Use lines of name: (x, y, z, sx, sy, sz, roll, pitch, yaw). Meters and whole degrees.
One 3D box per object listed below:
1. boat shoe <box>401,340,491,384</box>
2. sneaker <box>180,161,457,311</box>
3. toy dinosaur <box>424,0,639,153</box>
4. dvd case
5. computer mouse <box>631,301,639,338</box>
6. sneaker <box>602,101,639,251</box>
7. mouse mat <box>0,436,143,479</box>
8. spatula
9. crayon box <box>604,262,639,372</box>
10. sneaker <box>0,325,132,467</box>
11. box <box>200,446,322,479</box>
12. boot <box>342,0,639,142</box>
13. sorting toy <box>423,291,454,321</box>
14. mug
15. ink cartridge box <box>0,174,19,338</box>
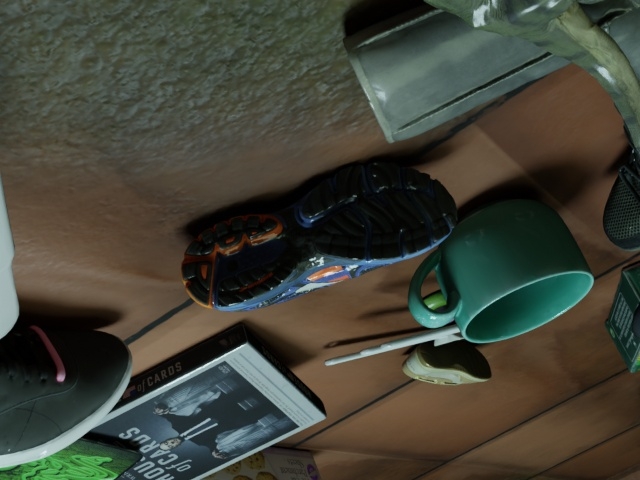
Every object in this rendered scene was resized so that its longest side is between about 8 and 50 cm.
boat shoe: (0.152, 0.150, 1.244, 0.135, 0.050, 0.045, 18, 138, -39)
sneaker: (0.000, 0.000, 0.816, 0.221, 0.083, 0.087, -15, 167, -4)
toy dinosaur: (0.122, -0.150, 0.573, 0.268, 0.064, 0.118, 26, 128, -22)
dvd case: (-0.136, 0.185, 1.051, 0.238, 0.029, 0.179, -28, 139, 10)
computer mouse: (0.400, 0.028, 0.974, 0.242, 0.041, 0.071, -25, 131, -1)
sneaker: (0.282, -0.074, 0.874, 0.130, 0.087, 0.227, -5, 146, -28)
mouse mat: (-0.291, 0.224, 1.017, 0.189, 0.007, 0.152, 22, 132, -35)
spatula: (0.133, 0.102, 1.108, 0.242, 0.019, 0.168, -11, 173, -31)
crayon box: (0.536, 0.048, 1.308, 0.323, 0.083, 0.203, -22, 154, -1)
sneaker: (-0.246, 0.085, 0.740, 0.295, 0.104, 0.147, -10, 139, -43)
box: (-0.104, 0.295, 1.294, 0.063, 0.067, 0.324, -32, 152, 19)
boot: (0.135, -0.117, 0.684, 0.208, 0.076, 0.189, -33, 139, 6)
sorting toy: (0.150, 0.068, 1.086, 0.102, 0.042, 0.061, -29, 153, 14)
mug: (0.161, 0.020, 0.940, 0.158, 0.097, 0.129, 9, 141, -46)
ink cartridge box: (-0.250, -0.018, 0.430, 0.207, 0.119, 0.353, -43, 164, -29)
